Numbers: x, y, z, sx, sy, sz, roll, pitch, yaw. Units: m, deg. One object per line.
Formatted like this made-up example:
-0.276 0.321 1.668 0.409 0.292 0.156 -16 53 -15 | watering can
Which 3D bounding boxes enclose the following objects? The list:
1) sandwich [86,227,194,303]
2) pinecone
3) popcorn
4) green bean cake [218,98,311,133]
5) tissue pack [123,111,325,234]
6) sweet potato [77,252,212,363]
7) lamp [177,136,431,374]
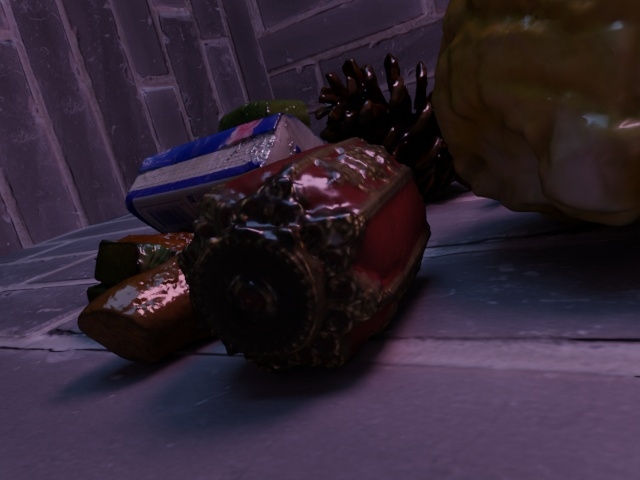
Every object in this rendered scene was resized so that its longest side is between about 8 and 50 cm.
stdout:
-0.195 0.044 0.689 0.159 0.109 0.184 -8 6 -39 | sandwich
0.134 -0.187 0.944 0.244 0.309 0.244 -54 9 13 | pinecone
0.283 -0.182 0.491 0.390 0.354 0.344 -58 -8 25 | popcorn
-0.105 -0.154 1.136 0.124 0.248 0.222 -9 7 -36 | green bean cake
-0.111 -0.067 0.807 0.269 0.137 0.209 -8 -30 36 | tissue pack
-0.118 0.055 0.579 0.251 0.097 0.097 -20 12 -42 | sweet potato
0.000 0.000 0.490 0.177 0.177 0.274 -10 11 23 | lamp
